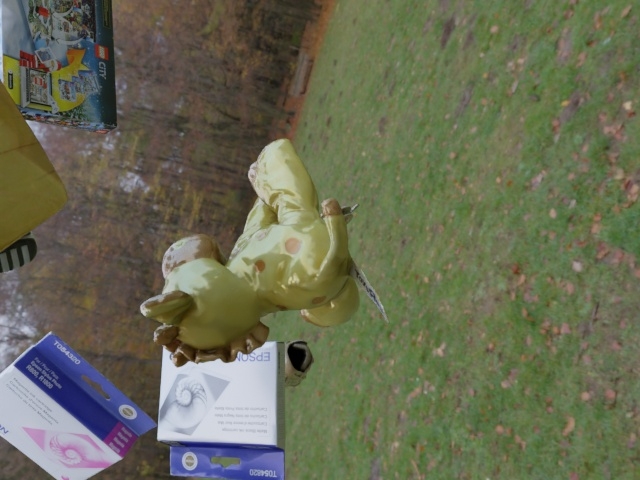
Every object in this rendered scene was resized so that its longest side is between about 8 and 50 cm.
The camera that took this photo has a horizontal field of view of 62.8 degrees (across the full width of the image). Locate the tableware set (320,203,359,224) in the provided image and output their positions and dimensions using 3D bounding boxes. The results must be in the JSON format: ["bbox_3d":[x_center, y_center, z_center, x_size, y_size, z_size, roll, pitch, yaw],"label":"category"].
[{"bbox_3d":[0.000,0.000,1.083,0.194,0.039,0.128,-44,-17,34],"label":"tableware set"}]

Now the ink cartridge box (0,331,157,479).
[{"bbox_3d":[-0.600,0.405,1.209,0.330,0.324,0.071,-35,15,27],"label":"ink cartridge box"}]

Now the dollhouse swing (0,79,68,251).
[{"bbox_3d":[-0.283,0.118,0.298,0.346,0.305,0.315,-33,18,3],"label":"dollhouse swing"}]

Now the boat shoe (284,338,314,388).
[{"bbox_3d":[-0.068,0.327,1.405,0.110,0.122,0.341,-31,-8,10],"label":"boat shoe"}]

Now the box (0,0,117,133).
[{"bbox_3d":[-0.388,-0.286,0.770,0.044,0.159,0.233,-10,82,40],"label":"box"}]

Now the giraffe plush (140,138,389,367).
[{"bbox_3d":[-0.062,0.036,0.459,0.210,0.170,0.182,-127,15,-58],"label":"giraffe plush"}]

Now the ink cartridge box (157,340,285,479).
[{"bbox_3d":[-0.166,0.283,0.874,0.045,0.223,0.224,30,-124,-68],"label":"ink cartridge box"}]

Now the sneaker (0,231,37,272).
[{"bbox_3d":[-0.561,-0.087,0.875,0.106,0.162,0.281,-24,-32,-43],"label":"sneaker"}]
